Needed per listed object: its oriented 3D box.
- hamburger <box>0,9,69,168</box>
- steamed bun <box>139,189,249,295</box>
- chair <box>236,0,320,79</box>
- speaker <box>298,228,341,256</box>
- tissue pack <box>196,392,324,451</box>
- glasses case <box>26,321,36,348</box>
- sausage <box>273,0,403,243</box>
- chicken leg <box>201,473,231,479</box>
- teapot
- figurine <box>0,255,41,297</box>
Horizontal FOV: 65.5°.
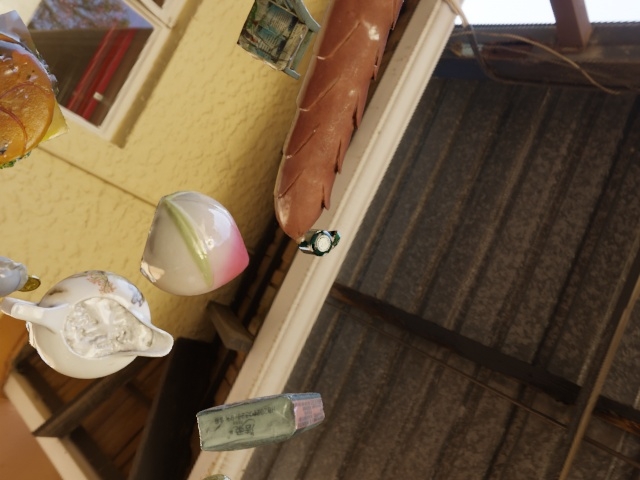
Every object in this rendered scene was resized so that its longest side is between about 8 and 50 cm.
[{"bbox_3d":[-0.522,-0.221,0.745,0.138,0.262,0.243,22,-136,20],"label":"hamburger"},{"bbox_3d":[-0.340,0.019,1.412,0.309,0.309,0.309,-15,-119,30],"label":"steamed bun"},{"bbox_3d":[-0.105,-0.467,1.106,0.136,0.270,0.147,32,-76,4],"label":"chair"},{"bbox_3d":[0.002,0.005,1.127,0.075,0.094,0.060,9,-84,57],"label":"speaker"},{"bbox_3d":[-0.129,0.434,1.207,0.227,0.316,0.103,-15,-108,7],"label":"tissue pack"},{"bbox_3d":[-0.798,0.297,1.630,0.128,0.308,0.083,112,-30,-51],"label":"glasses case"},{"bbox_3d":[0.018,-0.179,0.605,0.088,0.088,0.433,44,-54,40],"label":"sausage"},{"bbox_3d":[-0.351,0.742,1.395,0.227,0.103,0.088,-30,-125,-21],"label":"chicken leg"},{"bbox_3d":[-0.434,0.157,0.934,0.139,0.298,0.204,7,-99,57],"label":"teapot"},{"bbox_3d":[-0.771,0.084,1.120,0.143,0.271,0.143,-21,-126,32],"label":"figurine"}]
